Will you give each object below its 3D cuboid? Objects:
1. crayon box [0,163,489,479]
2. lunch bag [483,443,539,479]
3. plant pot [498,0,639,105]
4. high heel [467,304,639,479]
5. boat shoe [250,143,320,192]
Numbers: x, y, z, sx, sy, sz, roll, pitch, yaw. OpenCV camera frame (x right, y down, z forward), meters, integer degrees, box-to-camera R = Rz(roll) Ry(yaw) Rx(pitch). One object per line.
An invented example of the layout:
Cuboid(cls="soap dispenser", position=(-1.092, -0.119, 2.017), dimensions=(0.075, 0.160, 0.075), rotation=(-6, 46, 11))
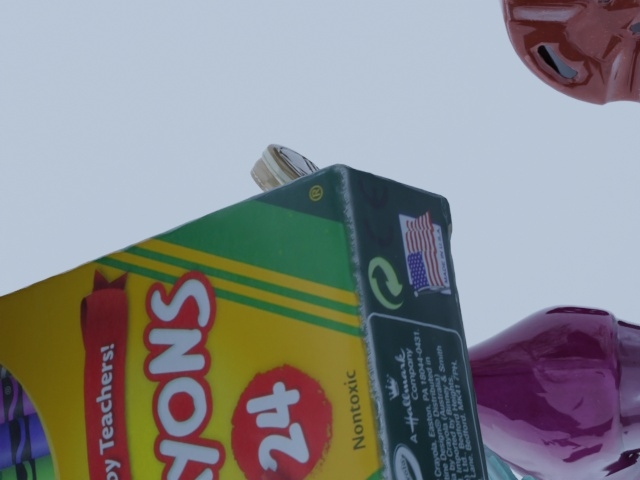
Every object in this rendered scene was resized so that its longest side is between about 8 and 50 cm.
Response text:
Cuboid(cls="crayon box", position=(-0.079, 0.112, 0.817), dimensions=(0.318, 0.202, 0.081), rotation=(-21, -21, 34))
Cuboid(cls="lunch bag", position=(0.046, 0.230, 0.916), dimensions=(0.224, 0.279, 0.108), rotation=(-38, -25, 14))
Cuboid(cls="plant pot", position=(0.229, -0.259, 1.395), dimensions=(0.272, 0.265, 0.272), rotation=(-1, -44, -1))
Cuboid(cls="high heel", position=(0.156, 0.123, 1.179), dimensions=(0.181, 0.127, 0.377), rotation=(1, -24, 1))
Cuboid(cls="boat shoe", position=(0.000, 0.000, 1.163), dimensions=(0.059, 0.063, 0.170), rotation=(-39, -41, 8))
